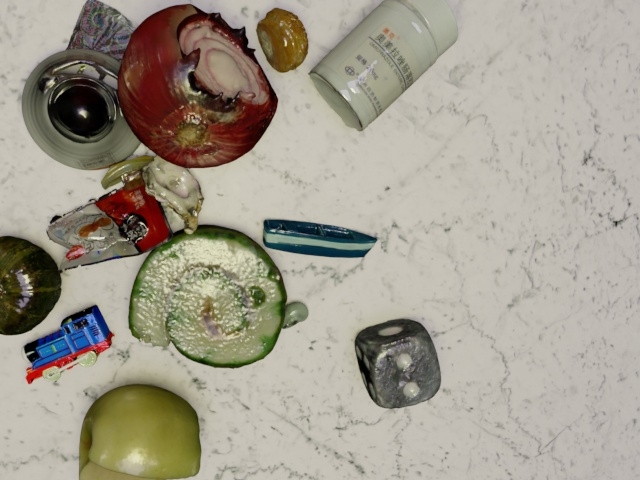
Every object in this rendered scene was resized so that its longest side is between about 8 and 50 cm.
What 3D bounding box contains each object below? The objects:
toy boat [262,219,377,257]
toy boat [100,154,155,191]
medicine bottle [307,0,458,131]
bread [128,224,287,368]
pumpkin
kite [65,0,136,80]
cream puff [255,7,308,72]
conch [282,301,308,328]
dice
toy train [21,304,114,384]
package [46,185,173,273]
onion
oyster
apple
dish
[{"bbox_3d":[0.000,0.000,1.428,0.298,0.096,0.062,7,108,-14],"label":"toy boat"},{"bbox_3d":[-0.430,-0.159,1.328,0.172,0.065,0.066,-24,93,-18],"label":"toy boat"},{"bbox_3d":[0.152,-0.438,1.338,0.332,0.190,0.190,-44,104,-2],"label":"medicine bottle"},{"bbox_3d":[-0.275,0.149,1.375,0.381,0.129,0.367,-25,103,-6],"label":"bread"},{"bbox_3d":[-0.696,0.101,1.272,0.223,0.157,0.224,0,89,5],"label":"pumpkin"},{"bbox_3d":[-0.542,-0.406,1.297,0.152,0.015,0.286,38,89,-12],"label":"kite"},{"bbox_3d":[-0.083,-0.471,1.322,0.103,0.126,0.144,-33,113,-21],"label":"cream puff"},{"bbox_3d":[-0.073,0.192,1.455,0.076,0.085,0.057,-47,63,25],"label":"conch"},{"bbox_3d":[0.197,0.316,1.467,0.181,0.182,0.183,-14,100,-7],"label":"dice"},{"bbox_3d":[-0.607,0.250,1.350,0.203,0.083,0.131,-23,103,-9],"label":"toy train"},{"bbox_3d":[-0.491,-0.025,1.308,0.269,0.071,0.194,-24,73,-14],"label":"package"},{"bbox_3d":[-0.269,-0.305,1.219,0.340,0.341,0.342,-2,99,-11],"label":"onion"},{"bbox_3d":[-0.338,-0.098,1.301,0.163,0.191,0.081,11,138,-47],"label":"oyster"},{"bbox_3d":[-0.422,0.459,1.333,0.257,0.295,0.234,7,59,-30],"label":"apple"},{"bbox_3d":[-0.521,-0.288,1.247,0.273,0.134,0.274,-3,102,-16],"label":"dish"}]
